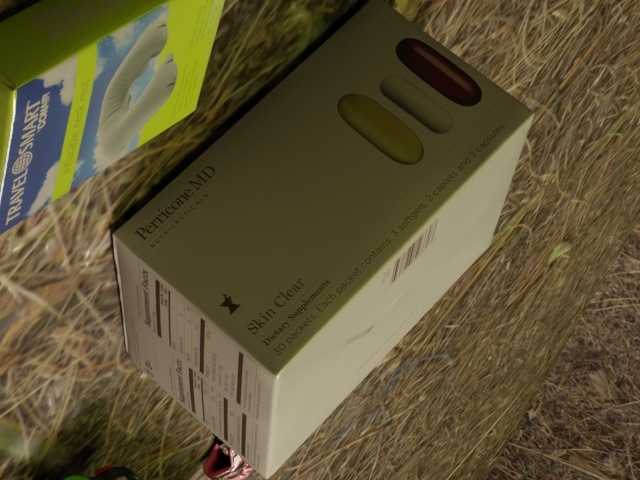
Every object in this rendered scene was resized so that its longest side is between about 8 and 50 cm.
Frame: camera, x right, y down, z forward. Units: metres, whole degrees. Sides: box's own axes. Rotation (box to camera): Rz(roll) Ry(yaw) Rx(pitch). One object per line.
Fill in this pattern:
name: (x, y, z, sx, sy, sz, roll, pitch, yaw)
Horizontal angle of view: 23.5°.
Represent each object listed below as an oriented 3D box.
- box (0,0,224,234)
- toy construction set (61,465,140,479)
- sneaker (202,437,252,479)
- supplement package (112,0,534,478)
box: (-0.123, -0.077, 0.766, 0.178, 0.042, 0.109, -39, 159, -40)
toy construction set: (-0.211, 0.293, 1.172, 0.215, 0.151, 0.327, -22, 150, -28)
sneaker: (-0.074, 0.188, 1.485, 0.057, 0.047, 0.119, 1, 125, -56)
supplement package: (0.000, 0.000, 1.079, 0.262, 0.145, 0.204, -45, 163, -23)
